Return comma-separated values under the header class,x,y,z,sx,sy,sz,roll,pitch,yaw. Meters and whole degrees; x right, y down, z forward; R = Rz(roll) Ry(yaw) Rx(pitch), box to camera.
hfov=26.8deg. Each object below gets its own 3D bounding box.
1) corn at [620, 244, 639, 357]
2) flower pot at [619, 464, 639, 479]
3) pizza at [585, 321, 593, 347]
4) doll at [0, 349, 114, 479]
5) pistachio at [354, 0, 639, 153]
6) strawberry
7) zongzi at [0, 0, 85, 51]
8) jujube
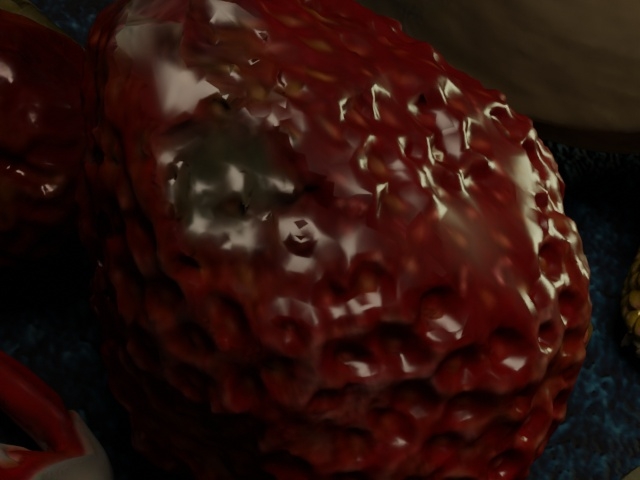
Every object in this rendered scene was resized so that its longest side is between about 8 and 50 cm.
class,x,y,z,sx,sy,sz,roll,pitch,yaw
corn,0.291,-0.020,0.998,0.101,0.101,0.291,28,44,3
flower pot,0.291,0.173,0.764,0.212,0.202,0.212,10,53,-13
pizza,0.067,0.001,0.930,0.181,0.034,0.262,-11,59,-28
doll,-0.194,0.127,0.693,0.384,0.099,0.188,27,41,9
pistachio,0.205,-0.249,1.022,0.445,0.281,0.365,27,79,21
strawberry,0.011,0.006,0.709,0.292,0.310,0.291,5,55,-7
zongzi,-0.232,-0.104,0.884,0.176,0.078,0.160,40,54,10
jujube,-0.231,-0.064,0.776,0.250,0.174,0.174,17,46,-27
